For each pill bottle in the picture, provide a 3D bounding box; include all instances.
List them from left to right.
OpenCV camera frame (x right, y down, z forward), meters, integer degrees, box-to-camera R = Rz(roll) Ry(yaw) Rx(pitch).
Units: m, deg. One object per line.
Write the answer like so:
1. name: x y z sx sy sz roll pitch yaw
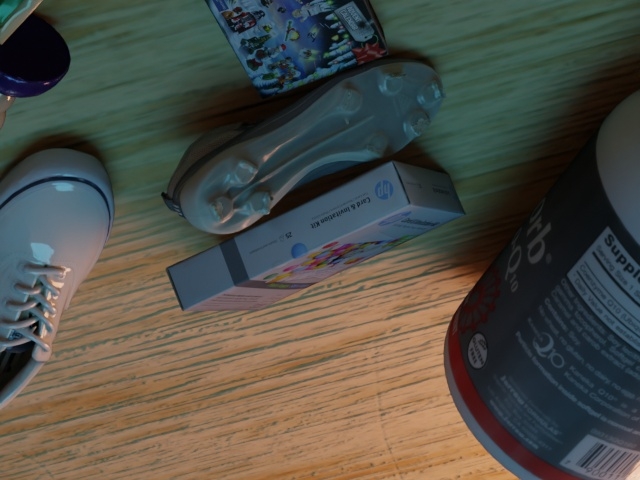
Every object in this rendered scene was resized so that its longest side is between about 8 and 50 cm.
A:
1. pill bottle: 0.257 0.016 1.194 0.210 0.210 0.363 10 137 -24

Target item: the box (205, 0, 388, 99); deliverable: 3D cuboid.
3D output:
1. box: -0.021 -0.157 1.066 0.094 0.027 0.137 -20 140 10

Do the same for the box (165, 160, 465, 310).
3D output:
1. box: 0.000 0.000 1.204 0.186 0.038 0.145 -26 170 17

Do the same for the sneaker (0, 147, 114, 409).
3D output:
1. sneaker: -0.213 0.040 1.214 0.094 0.091 0.258 9 138 -22

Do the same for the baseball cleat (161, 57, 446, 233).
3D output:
1. baseball cleat: -0.018 -0.076 1.139 0.206 0.109 0.072 -27 116 -20

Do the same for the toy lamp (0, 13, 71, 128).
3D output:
1. toy lamp: -0.252 -0.040 1.123 0.080 0.080 0.275 13 133 -26

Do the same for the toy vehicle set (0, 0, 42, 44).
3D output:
1. toy vehicle set: -0.141 -0.248 0.850 0.267 0.035 0.166 -46 133 9
